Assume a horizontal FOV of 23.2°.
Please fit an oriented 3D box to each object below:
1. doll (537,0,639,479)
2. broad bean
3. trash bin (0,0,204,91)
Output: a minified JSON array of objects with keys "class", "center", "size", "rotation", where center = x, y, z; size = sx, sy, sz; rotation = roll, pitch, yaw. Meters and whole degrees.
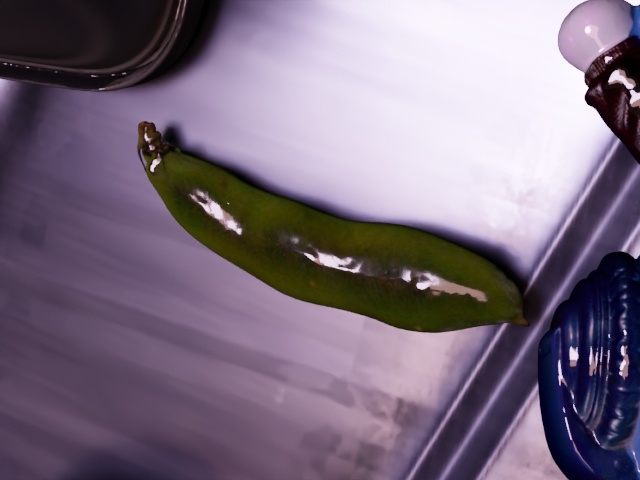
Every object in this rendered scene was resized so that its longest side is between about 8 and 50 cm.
[{"class":"doll","center":[0.236,0.022,0.690],"size":[0.284,0.240,0.310],"rotation":[-6,77,-5]},{"class":"broad bean","center":[-0.002,0.004,0.874],"size":[0.254,0.046,0.065],"rotation":[22,104,19]},{"class":"trash bin","center":[-0.187,-0.191,0.819],"size":[0.219,0.250,0.220],"rotation":[8,98,14]}]
